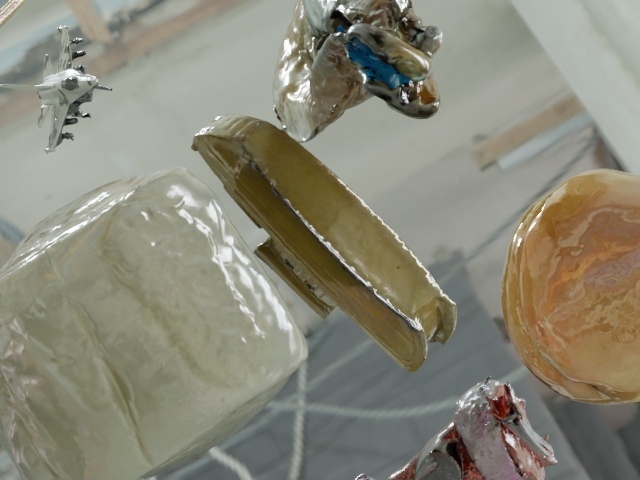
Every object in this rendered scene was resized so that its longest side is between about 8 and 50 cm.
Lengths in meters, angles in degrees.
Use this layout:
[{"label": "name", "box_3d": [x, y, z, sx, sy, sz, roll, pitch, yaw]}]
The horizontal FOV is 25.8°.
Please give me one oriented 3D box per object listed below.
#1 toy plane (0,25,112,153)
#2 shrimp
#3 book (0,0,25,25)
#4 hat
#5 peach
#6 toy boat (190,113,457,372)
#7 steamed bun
[{"label": "toy plane", "box_3d": [-0.299, -0.182, 1.679, 0.082, 0.160, 0.234, 7, -1, -40]}, {"label": "shrimp", "box_3d": [0.022, -0.195, 1.442, 0.110, 0.445, 0.221, 18, -82, -17]}, {"label": "book", "box_3d": [-0.361, -0.169, 1.366, 0.118, 0.012, 0.172, -33, 19, 42]}, {"label": "hat", "box_3d": [0.124, 0.229, 1.436, 0.227, 0.129, 0.140, -25, -23, 19]}, {"label": "peach", "box_3d": [0.222, 0.040, 1.077, 0.184, 0.184, 0.184, -23, -28, -13]}, {"label": "toy boat", "box_3d": [0.000, 0.000, 1.377, 0.089, 0.321, 0.121, -45, -2, -30]}, {"label": "steamed bun", "box_3d": [-0.189, 0.096, 1.206, 0.236, 0.247, 0.383, -32, 2, -23]}]
